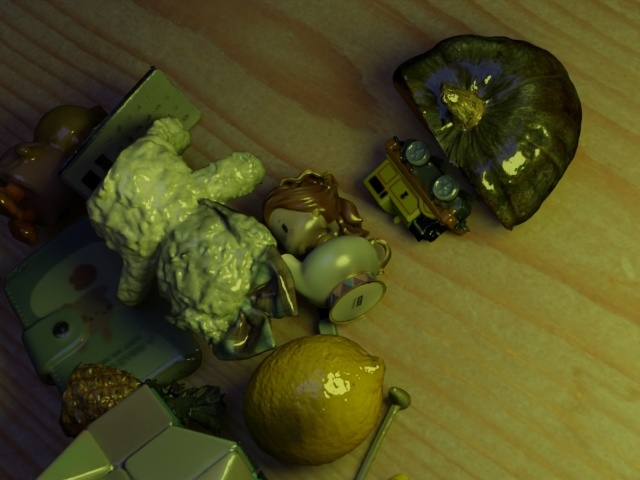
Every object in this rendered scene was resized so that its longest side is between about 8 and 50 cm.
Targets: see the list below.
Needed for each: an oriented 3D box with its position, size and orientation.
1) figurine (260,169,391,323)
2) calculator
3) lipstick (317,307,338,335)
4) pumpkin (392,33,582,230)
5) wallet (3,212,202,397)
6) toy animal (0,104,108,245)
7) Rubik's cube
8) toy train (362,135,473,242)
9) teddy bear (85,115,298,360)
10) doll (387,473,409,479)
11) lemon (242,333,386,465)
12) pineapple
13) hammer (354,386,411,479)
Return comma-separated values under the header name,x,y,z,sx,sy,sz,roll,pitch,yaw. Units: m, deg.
name,x,y,z,sx,sy,sz,roll,pitch,yaw
figurine,0.000,0.000,1.685,0.190,0.142,0.263,-16,56,-24
calculator,-0.334,-0.168,1.862,0.021,0.161,0.261,35,83,37
lipstick,0.009,0.125,1.688,0.025,0.025,0.107,-18,57,10
pumpkin,0.270,-0.203,1.620,0.232,0.242,0.325,-40,65,9
wallet,-0.380,0.139,1.790,0.252,0.083,0.360,-35,60,-4
toy animal,-0.473,-0.136,1.893,0.169,0.195,0.281,31,65,29
Rubik's cube,-0.240,0.416,1.450,0.368,0.387,0.358,-38,50,-13
toy train,0.157,-0.075,1.691,0.127,0.089,0.219,-41,61,11
teddy bear,-0.192,-0.001,1.696,0.362,0.375,0.327,38,97,-5
doll,0.122,0.403,1.511,0.113,0.071,0.135,8,76,3
lemon,-0.012,0.234,1.552,0.257,0.188,0.188,-32,58,28
pineapple,-0.269,0.258,1.628,0.248,0.128,0.128,8,68,-6
hammer,0.078,0.308,1.569,0.028,0.060,0.195,22,80,26
